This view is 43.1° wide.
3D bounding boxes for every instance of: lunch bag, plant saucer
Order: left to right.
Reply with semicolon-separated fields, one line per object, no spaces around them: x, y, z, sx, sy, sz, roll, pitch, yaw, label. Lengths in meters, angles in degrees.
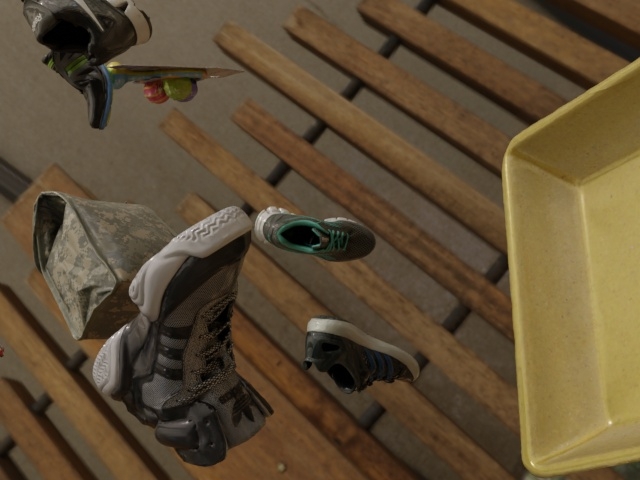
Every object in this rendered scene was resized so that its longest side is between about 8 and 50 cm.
-0.371;0.033;1.468;0.235;0.287;0.169;7;-52;-51;lunch bag
0.295;0.003;0.640;0.081;0.333;0.333;16;-29;-28;plant saucer

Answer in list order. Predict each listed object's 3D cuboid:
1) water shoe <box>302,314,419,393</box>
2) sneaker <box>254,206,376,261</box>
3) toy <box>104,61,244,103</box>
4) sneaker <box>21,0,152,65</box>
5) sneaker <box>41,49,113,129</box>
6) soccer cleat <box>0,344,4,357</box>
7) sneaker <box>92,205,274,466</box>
0.048;0.163;1.051;0.203;0.073;0.080;31;-112;-38;water shoe
0.000;0.000;1.056;0.166;0.076;0.065;7;-81;-20;sneaker
-0.254;-0.250;1.303;0.237;0.137;0.056;-4;-85;-46;toy
-0.329;-0.291;0.987;0.106;0.234;0.078;-54;-5;-32;sneaker
-0.334;-0.234;1.100;0.078;0.188;0.067;-21;-2;-24;sneaker
-0.498;0.162;1.226;0.029;0.036;0.083;-31;11;-21;soccer cleat
-0.093;0.094;0.694;0.101;0.153;0.268;-34;-13;-47;sneaker
